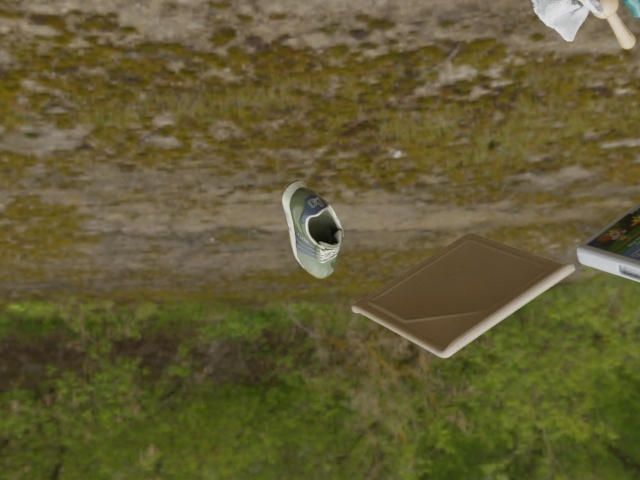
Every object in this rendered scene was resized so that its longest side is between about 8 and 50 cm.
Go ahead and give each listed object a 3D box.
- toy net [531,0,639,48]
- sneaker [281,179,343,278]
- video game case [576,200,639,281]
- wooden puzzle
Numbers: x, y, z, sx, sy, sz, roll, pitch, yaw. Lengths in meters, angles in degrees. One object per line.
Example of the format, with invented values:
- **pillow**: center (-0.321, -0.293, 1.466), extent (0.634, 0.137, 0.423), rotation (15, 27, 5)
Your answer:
- **toy net**: center (0.336, -0.263, 0.916), extent (0.232, 0.122, 0.045), rotation (3, -173, -17)
- **sneaker**: center (0.000, 0.000, 1.333), extent (0.064, 0.192, 0.086), rotation (-37, -136, -20)
- **video game case**: center (0.592, -0.021, 1.244), extent (0.329, 0.036, 0.300), rotation (-32, -151, -22)
- **wooden puzzle**: center (0.187, 0.072, 1.163), extent (0.221, 0.044, 0.238), rotation (-30, -158, -21)
